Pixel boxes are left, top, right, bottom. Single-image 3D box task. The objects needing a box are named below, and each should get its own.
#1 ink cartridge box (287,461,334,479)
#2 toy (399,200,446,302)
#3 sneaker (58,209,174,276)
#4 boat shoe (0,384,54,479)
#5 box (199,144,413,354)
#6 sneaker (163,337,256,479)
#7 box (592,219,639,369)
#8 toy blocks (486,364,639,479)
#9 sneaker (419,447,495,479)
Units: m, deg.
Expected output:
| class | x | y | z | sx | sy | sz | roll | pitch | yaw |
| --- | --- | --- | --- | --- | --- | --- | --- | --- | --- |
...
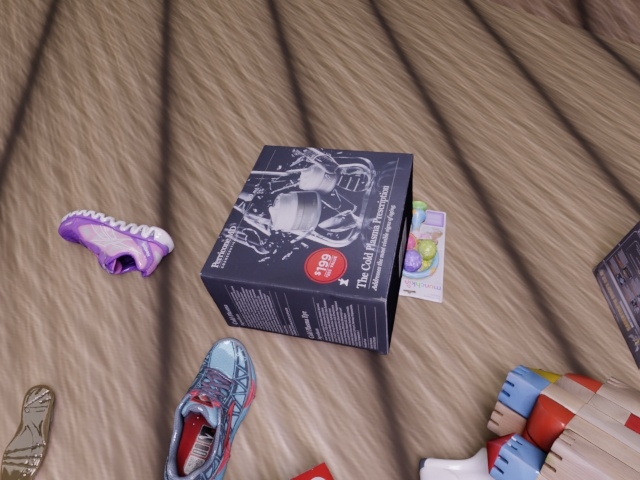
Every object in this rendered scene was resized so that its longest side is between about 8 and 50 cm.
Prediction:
| class | x | y | z | sx | sy | sz | roll | pitch | yaw |
| --- | --- | --- | --- | --- | --- | --- | --- | --- | --- |
| ink cartridge box | -0.058 | 0.445 | 0.485 | 0.309 | 0.130 | 0.272 | 0 | 44 | -48 |
| toy | 0.204 | 0.008 | 0.970 | 0.136 | 0.056 | 0.237 | 10 | 53 | 5 |
| sneaker | -0.423 | 0.013 | 0.905 | 0.236 | 0.095 | 0.105 | 12 | 61 | 4 |
| boat shoe | -0.455 | 0.309 | 0.708 | 0.056 | 0.048 | 0.153 | 4 | 58 | -17 |
| box | 0.000 | 0.000 | 0.853 | 0.312 | 0.179 | 0.343 | 6 | 51 | 15 |
| sneaker | -0.166 | 0.264 | 0.705 | 0.104 | 0.125 | 0.262 | 8 | 53 | 2 |
| box | 0.629 | 0.102 | 0.849 | 0.056 | 0.183 | 0.231 | 0 | 52 | -3 |
| toy blocks | 0.369 | 0.277 | 0.632 | 0.381 | 0.191 | 0.261 | -4 | 25 | -46 |
| sneaker | 0.276 | 0.362 | 0.683 | 0.258 | 0.094 | 0.091 | 2 | 44 | -7 |
